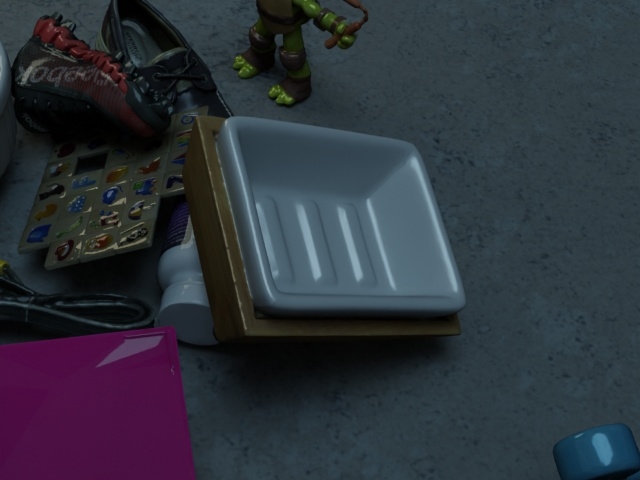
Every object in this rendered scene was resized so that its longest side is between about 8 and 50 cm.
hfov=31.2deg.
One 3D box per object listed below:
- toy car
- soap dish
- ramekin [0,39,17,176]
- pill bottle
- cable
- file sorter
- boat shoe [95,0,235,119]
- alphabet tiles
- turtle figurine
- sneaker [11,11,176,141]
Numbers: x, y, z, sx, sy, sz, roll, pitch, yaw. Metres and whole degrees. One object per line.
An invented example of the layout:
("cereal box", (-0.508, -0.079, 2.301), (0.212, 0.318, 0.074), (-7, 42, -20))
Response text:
("toy car", (0.203, 0.311, 1.036), (0.237, 0.210, 0.219), (-19, 68, 12))
("soap dish", (0.000, 0.000, 1.174), (0.290, 0.118, 0.229), (4, 62, -41))
("ramekin", (-0.461, -0.129, 1.257), (0.272, 0.127, 0.273), (-2, 53, 3))
("pill bottle", (-0.116, 0.011, 1.232), (0.108, 0.108, 0.194), (10, 52, 0))
("cable", (-0.315, 0.050, 1.168), (0.287, 0.072, 0.139), (11, 20, 16))
("file sorter", (-0.209, 0.254, 0.988), (0.202, 0.182, 0.291), (-5, 53, -11))
("boat shoe", (-0.185, -0.195, 1.388), (0.102, 0.092, 0.285), (-24, 60, -24))
("alphabet tiles", (-0.224, -0.058, 1.251), (0.198, 0.009, 0.237), (-12, 38, 11))
("turtle figurine", (-0.059, -0.284, 1.396), (0.269, 0.217, 0.087), (28, 54, 13))
("sneaker", (-0.275, -0.163, 1.320), (0.135, 0.098, 0.276), (-50, 49, -8))
